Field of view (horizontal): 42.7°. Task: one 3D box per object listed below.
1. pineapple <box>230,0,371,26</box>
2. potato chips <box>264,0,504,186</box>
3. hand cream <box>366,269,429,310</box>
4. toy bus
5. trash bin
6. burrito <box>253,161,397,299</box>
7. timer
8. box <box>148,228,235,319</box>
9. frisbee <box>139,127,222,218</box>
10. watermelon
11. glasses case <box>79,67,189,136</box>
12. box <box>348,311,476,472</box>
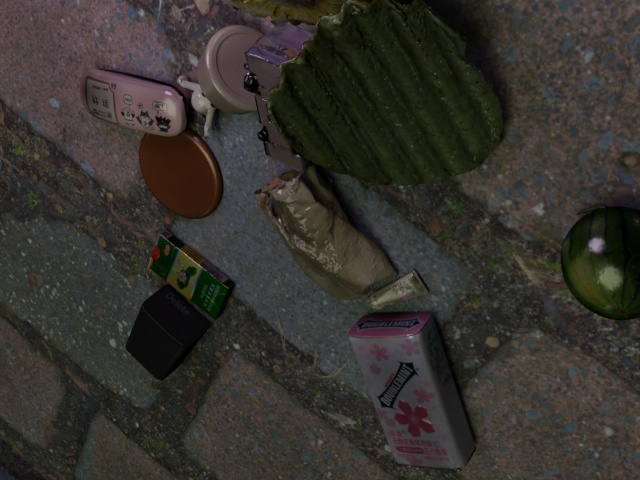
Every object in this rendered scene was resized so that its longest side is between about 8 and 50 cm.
[{"bbox_3d":[0.028,-0.527,1.421,0.344,0.209,0.286,6,84,45],"label":"pineapple"},{"bbox_3d":[0.117,-0.230,1.440,0.358,0.070,0.429,-25,133,21],"label":"potato chips"},{"bbox_3d":[0.163,0.111,1.774,0.143,0.039,0.061,-26,101,33],"label":"hand cream"},{"bbox_3d":[-0.056,-0.268,1.555,0.112,0.138,0.317,27,155,16],"label":"toy bus"},{"bbox_3d":[-0.420,0.255,2.210,0.165,0.115,0.225,42,136,5],"label":"trash bin"},{"bbox_3d":[0.002,-0.001,1.753,0.190,0.135,0.332,-30,101,35],"label":"burrito"},{"bbox_3d":[-0.211,-0.321,1.715,0.266,0.175,0.175,-17,107,57],"label":"timer"},{"bbox_3d":[-0.332,0.088,2.095,0.235,0.034,0.132,37,131,11],"label":"box"},{"bbox_3d":[-0.339,-0.163,1.961,0.250,0.021,0.251,16,123,26],"label":"frisbee"},{"bbox_3d":[0.507,0.027,1.396,0.188,0.215,0.188,6,151,4],"label":"watermelon"},{"bbox_3d":[-0.433,-0.319,1.893,0.314,0.075,0.122,18,120,26],"label":"glasses case"},{"bbox_3d":[0.206,0.343,1.828,0.190,0.112,0.370,-7,112,38],"label":"box"}]
